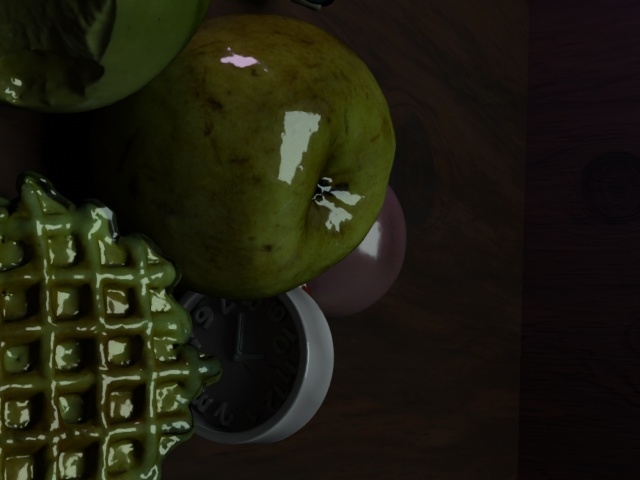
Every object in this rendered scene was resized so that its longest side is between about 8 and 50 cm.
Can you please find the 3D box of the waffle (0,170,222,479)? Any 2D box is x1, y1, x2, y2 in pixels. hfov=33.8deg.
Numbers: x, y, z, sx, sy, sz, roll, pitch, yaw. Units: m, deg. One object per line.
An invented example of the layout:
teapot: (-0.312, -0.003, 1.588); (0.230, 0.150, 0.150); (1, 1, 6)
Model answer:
waffle: (-0.240, 0.115, 0.915); (0.297, 0.073, 0.317); (48, 58, -18)

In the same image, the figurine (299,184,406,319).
figurine: (0.002, 0.001, 1.377); (0.261, 0.211, 0.269); (-9, 98, -65)

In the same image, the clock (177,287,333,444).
clock: (-0.086, 0.134, 1.202); (0.068, 0.197, 0.196); (21, 70, -63)

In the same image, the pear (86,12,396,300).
pear: (-0.091, -0.089, 1.082); (0.304, 0.304, 0.303); (-1, 90, -65)

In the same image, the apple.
apple: (-0.220, -0.238, 0.881); (0.279, 0.279, 0.279); (-1, 90, -65)

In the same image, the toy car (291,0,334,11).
toy car: (-0.038, -0.435, 1.351); (0.248, 0.198, 0.204); (119, -12, -51)
